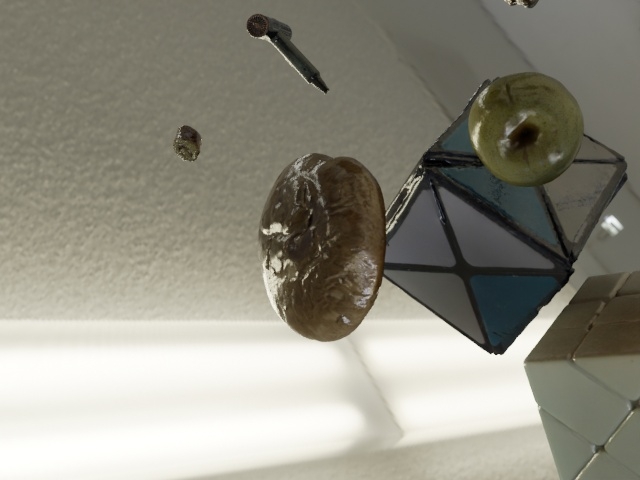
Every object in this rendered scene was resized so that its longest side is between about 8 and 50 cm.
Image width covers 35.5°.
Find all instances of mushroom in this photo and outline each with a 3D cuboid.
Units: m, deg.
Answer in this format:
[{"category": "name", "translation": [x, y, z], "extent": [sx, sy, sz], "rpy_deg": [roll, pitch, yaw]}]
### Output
[{"category": "mushroom", "translation": [0.000, 0.000, 1.374], "extent": [0.146, 0.278, 0.278], "rpy_deg": [6, -136, -27]}]

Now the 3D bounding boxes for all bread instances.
[{"category": "bread", "translation": [-0.218, -0.158, 1.635], "extent": [0.047, 0.036, 0.083], "rpy_deg": [38, -164, -16]}]

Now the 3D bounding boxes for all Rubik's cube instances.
[{"category": "Rubik's cube", "translation": [0.544, 0.237, 1.531], "extent": [0.316, 0.319, 0.321], "rpy_deg": [-38, -69, -48]}, {"category": "Rubik's cube", "translation": [0.298, -0.041, 1.710], "extent": [0.307, 0.310, 0.305], "rpy_deg": [37, -131, 8]}]

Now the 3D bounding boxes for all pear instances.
[{"category": "pear", "translation": [0.293, -0.161, 1.434], "extent": [0.167, 0.167, 0.136], "rpy_deg": [40, -152, -5]}]

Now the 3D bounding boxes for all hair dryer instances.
[{"category": "hair dryer", "translation": [-0.045, -0.353, 1.923], "extent": [0.195, 0.050, 0.173], "rpy_deg": [46, -164, 3]}]

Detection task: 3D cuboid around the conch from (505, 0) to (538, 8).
[{"category": "conch", "translation": [0.193, -0.326, 1.151], "extent": [0.080, 0.086, 0.233], "rpy_deg": [1, -157, -39]}]
